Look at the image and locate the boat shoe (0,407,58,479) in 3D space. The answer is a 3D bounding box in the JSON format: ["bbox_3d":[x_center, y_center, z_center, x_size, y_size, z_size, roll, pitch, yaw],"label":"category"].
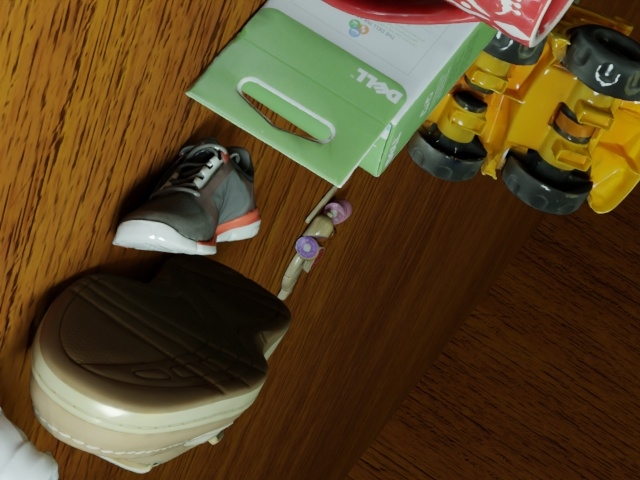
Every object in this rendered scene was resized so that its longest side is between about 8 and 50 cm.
[{"bbox_3d":[-0.190,0.171,1.127,0.095,0.084,0.258,-53,170,-23],"label":"boat shoe"}]

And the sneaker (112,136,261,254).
[{"bbox_3d":[-0.079,-0.029,1.169,0.158,0.061,0.065,-27,122,-73],"label":"sneaker"}]

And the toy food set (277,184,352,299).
[{"bbox_3d":[0.000,0.000,1.717,0.078,0.019,0.122,-51,169,-31],"label":"toy food set"}]

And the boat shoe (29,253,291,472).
[{"bbox_3d":[-0.100,0.090,1.201,0.110,0.121,0.341,-59,172,11],"label":"boat shoe"}]

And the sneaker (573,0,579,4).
[{"bbox_3d":[0.223,-0.277,1.824,0.224,0.083,0.098,117,-12,-46],"label":"sneaker"}]

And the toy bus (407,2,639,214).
[{"bbox_3d":[0.162,-0.149,1.649,0.211,0.220,0.149,-100,-149,-52],"label":"toy bus"}]

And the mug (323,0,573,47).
[{"bbox_3d":[0.056,-0.171,0.972,0.113,0.169,0.150,-55,170,-13],"label":"mug"}]

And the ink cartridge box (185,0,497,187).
[{"bbox_3d":[0.020,-0.112,1.175,0.209,0.109,0.062,-51,168,-30],"label":"ink cartridge box"}]
